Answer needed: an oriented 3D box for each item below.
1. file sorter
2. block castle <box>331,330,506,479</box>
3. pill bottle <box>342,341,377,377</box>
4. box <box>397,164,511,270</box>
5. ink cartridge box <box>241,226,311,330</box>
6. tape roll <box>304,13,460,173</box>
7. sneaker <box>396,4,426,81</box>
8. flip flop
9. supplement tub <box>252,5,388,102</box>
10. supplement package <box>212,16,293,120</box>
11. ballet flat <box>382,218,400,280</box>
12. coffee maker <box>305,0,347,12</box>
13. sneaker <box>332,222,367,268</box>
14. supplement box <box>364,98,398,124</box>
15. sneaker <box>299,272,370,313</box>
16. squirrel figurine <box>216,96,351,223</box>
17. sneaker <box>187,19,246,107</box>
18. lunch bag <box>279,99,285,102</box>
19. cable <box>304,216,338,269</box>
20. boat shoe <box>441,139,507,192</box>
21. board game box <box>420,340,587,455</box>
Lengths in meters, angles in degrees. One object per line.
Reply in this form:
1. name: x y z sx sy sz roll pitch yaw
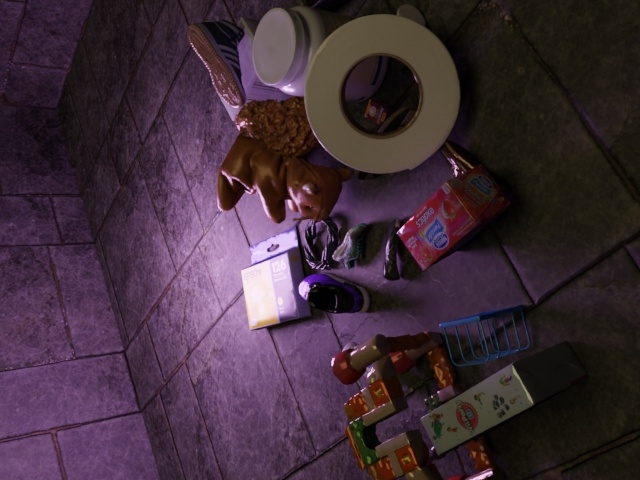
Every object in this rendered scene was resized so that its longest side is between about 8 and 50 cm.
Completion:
1. file sorter: 0.384 0.219 1.530 0.118 0.170 0.105 -23 77 50
2. block castle: 0.223 0.459 1.644 0.213 0.303 0.453 -41 61 38
3. pill bottle: 0.129 0.350 1.929 0.137 0.078 0.078 26 112 48
4. box: 0.310 -0.050 1.576 0.123 0.128 0.257 56 148 12
5. ink cartridge box: -0.166 0.137 2.293 0.303 0.072 0.307 -22 77 50
6. tape roll: 0.153 -0.359 1.656 0.391 0.072 0.392 3 107 10
7. sneaker: 0.238 -0.515 1.750 0.094 0.080 0.212 125 134 -64
8. flip flop: 0.176 -0.274 1.821 0.277 0.112 0.080 -53 42 45
9. supplement tub: 0.001 -0.511 1.836 0.235 0.324 0.236 4 95 51
10. supplement package: -0.191 -0.546 2.173 0.263 0.198 0.199 -56 50 36
11. ballet flat: 0.205 0.026 1.851 0.057 0.049 0.173 -136 52 -82
12. coffee maker: 0.049 -0.731 1.950 0.178 0.120 0.171 -13 105 52
13. sneaker: 0.104 0.018 1.966 0.076 0.065 0.166 46 131 19
14. supplement box: 0.169 -0.355 1.861 0.083 0.043 0.055 39 120 42
15. sneaker: 0.003 0.160 2.018 0.293 0.146 0.102 7 98 51
16. squirrel figurine: -0.096 -0.241 2.016 0.370 0.281 0.397 23 119 40
17. sneaker: -0.276 -0.554 2.051 0.099 0.153 0.282 -26 97 47
18. lunch bag: -0.108 -0.410 2.159 0.065 0.098 0.067 -44 64 45
19. cable: 0.000 0.000 2.101 0.150 0.047 0.185 14 106 55
20. boat shoe: 0.358 -0.163 1.613 0.207 0.073 0.073 53 127 35
21. board game box: 0.402 0.351 1.473 0.303 0.224 0.098 -47 61 42
